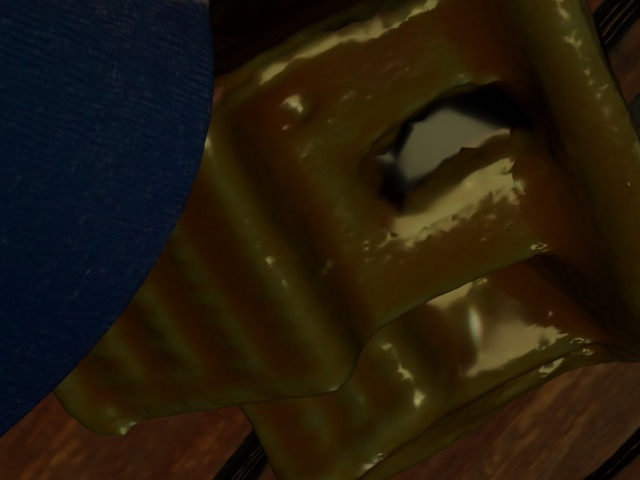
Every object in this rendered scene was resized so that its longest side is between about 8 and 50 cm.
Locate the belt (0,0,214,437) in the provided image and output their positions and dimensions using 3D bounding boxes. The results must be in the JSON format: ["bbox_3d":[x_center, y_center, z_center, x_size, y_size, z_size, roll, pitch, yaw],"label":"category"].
[{"bbox_3d":[-0.198,-0.007,0.477,0.347,0.212,0.117,-35,153,20],"label":"belt"}]

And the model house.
[{"bbox_3d":[0.005,0.010,0.578,0.239,0.173,0.268,-28,120,1],"label":"model house"}]
